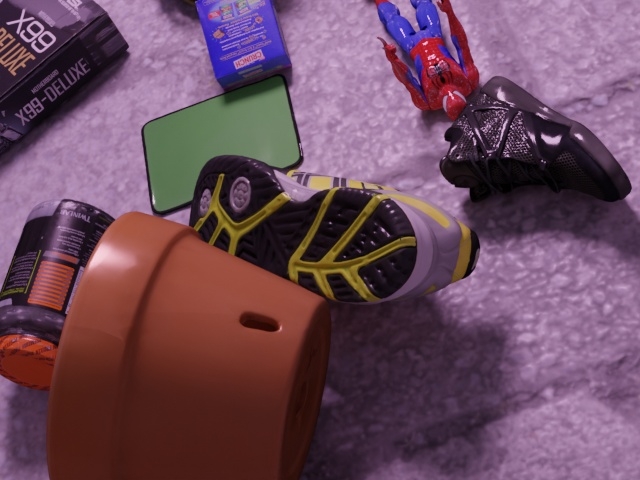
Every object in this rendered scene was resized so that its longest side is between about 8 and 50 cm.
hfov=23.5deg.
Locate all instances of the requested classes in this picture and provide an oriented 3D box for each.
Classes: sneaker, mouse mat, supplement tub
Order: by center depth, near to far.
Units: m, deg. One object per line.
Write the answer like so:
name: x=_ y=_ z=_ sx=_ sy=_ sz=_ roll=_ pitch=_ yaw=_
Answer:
sneaker: x=0.212 y=-0.075 z=1.588 sx=0.130 sy=0.087 sz=0.227 roll=-44 pitch=48 yaw=-9
sneaker: x=0.000 y=0.000 z=1.602 sx=0.385 sy=0.147 sz=0.145 roll=19 pitch=99 yaw=49
supplement tub: x=-0.288 y=0.060 z=1.675 sx=0.117 sy=0.117 sz=0.190 roll=-1 pitch=56 yaw=23
mouse mat: x=-0.118 y=-0.114 z=1.804 sx=0.190 sy=0.007 sz=0.152 roll=-19 pitch=51 yaw=8

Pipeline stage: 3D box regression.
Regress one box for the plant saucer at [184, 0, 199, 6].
plant saucer: x=-0.131 y=-0.385 z=1.928 sx=0.188 sy=0.188 sz=0.045 roll=30 pitch=30 yaw=36

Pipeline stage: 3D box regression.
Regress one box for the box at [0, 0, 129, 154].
box: x=-0.427 y=-0.261 z=1.996 sx=0.242 sy=0.076 sz=0.307 roll=-41 pitch=50 yaw=-9

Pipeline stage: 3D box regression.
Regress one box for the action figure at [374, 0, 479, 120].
action figure: x=0.102 y=-0.252 z=1.734 sx=0.091 sy=0.139 sz=0.280 roll=-26 pitch=52 yaw=5

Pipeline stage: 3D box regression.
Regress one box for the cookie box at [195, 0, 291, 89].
cookie box: x=-0.092 y=-0.247 z=1.847 sx=0.092 sy=0.040 sz=0.107 roll=-18 pitch=72 yaw=9

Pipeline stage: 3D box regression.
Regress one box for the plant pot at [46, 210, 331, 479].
plant pot: x=-0.111 y=0.133 z=1.461 sx=0.204 sy=0.291 sz=0.290 roll=12 pitch=60 yaw=11
